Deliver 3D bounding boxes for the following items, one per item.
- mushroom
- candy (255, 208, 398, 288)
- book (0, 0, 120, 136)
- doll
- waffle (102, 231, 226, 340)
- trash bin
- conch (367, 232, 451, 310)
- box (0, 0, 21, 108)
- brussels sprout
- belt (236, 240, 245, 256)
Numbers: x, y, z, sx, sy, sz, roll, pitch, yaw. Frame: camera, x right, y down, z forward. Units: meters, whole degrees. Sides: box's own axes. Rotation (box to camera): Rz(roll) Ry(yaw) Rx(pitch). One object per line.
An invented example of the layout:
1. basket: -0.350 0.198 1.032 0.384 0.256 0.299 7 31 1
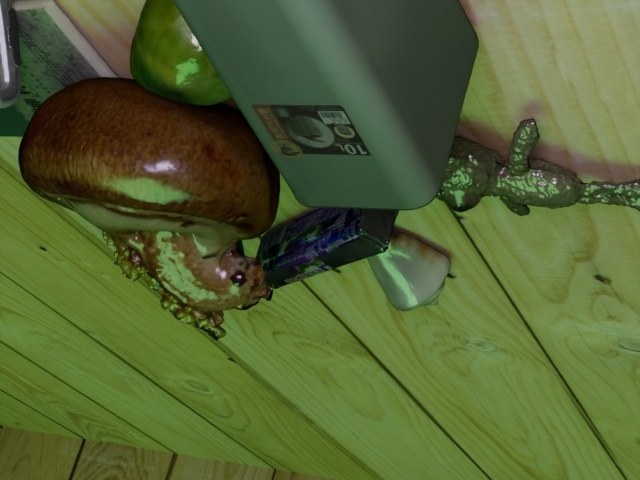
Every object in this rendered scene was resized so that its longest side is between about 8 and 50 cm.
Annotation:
1. mushroom: -0.191 -0.052 1.360 0.345 0.260 0.345 7 175 1
2. candy: 0.000 0.000 1.612 0.061 0.088 0.312 29 154 -23
3. book: -0.430 -0.219 1.481 0.379 0.031 0.264 2 150 29
4. doll: 0.263 -0.062 1.330 0.285 0.091 0.202 13 170 -18
5. waffle: -0.254 0.059 1.821 0.228 0.051 0.231 36 -173 -47
6. trash bin: -0.002 -0.208 0.999 0.158 0.223 0.343 2 151 29
7. conch: 0.126 0.035 1.651 0.104 0.094 0.176 4 129 57
8. box: -0.456 -0.219 1.254 0.130 0.162 0.227 7 -164 45
9. brussels sprout: -0.132 -0.203 1.212 0.149 0.122 0.151 20 155 -1
10. belt: -0.170 -0.015 1.661 0.122 0.128 0.218 49 164 22
